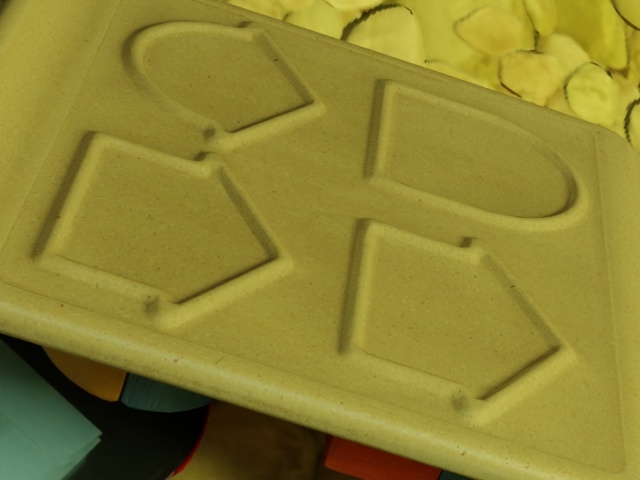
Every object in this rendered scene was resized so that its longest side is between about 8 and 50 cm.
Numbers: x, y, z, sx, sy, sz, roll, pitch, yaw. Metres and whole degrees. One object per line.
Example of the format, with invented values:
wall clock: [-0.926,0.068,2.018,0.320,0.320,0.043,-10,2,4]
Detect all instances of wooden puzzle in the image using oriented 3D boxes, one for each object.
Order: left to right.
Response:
wooden puzzle: [0.000,0.000,0.808,0.348,0.080,0.322,22,31,-7]

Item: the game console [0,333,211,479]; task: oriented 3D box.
game console: [-0.269,0.067,0.737,0.342,0.060,0.386,45,56,2]
